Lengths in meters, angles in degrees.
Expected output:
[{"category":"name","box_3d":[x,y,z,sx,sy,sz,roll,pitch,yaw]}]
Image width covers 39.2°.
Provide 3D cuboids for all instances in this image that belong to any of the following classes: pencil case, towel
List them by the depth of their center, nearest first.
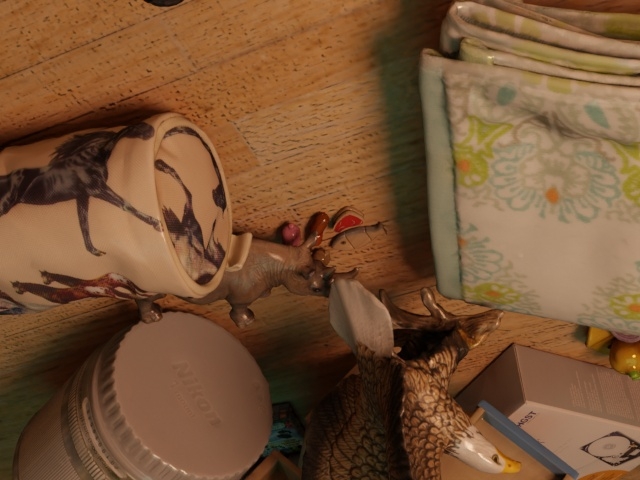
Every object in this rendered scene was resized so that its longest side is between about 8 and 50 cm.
[{"category":"towel","box_3d":[0.250,-0.033,0.754,0.320,0.090,0.374,13,148,19]},{"category":"pencil case","box_3d":[-0.280,0.004,0.817,0.410,0.160,0.183,-11,148,11]}]

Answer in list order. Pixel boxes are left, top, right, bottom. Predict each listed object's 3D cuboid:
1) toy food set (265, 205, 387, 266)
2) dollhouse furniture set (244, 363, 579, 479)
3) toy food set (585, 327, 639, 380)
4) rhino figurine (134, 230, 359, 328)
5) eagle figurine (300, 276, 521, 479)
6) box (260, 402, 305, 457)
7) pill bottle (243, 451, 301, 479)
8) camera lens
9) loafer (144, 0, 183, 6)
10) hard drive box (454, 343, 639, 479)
[{"category":"toy food set","box_3d":[0.000,0.000,0.928,0.122,0.019,0.078,-25,134,25]},{"category":"dollhouse furniture set","box_3d":[0.098,0.331,1.047,0.303,0.286,0.198,35,144,20]},{"category":"toy food set","box_3d":[0.406,0.099,1.018,0.128,0.071,0.218,30,130,-31]},{"category":"rhino figurine","box_3d":[-0.081,0.034,0.912,0.243,0.073,0.106,-1,140,10]},{"category":"eagle figurine","box_3d":[0.084,0.197,0.848,0.225,0.298,0.226,10,148,26]},{"category":"box","box_3d":[-0.094,0.265,1.229,0.137,0.027,0.094,-11,140,11]},{"category":"pill bottle","box_3d":[-0.085,0.403,1.288,0.283,0.161,0.161,-21,136,21]},{"category":"camera lens","box_3d":[-0.211,0.233,1.040,0.219,0.219,0.274,24,133,-27]},{"category":"loafer","box_3d":[-0.111,-0.250,0.577,0.078,0.076,0.223,-28,148,-33]},{"category":"hard drive box","box_3d":[0.303,0.238,1.164,0.232,0.089,0.181,15,136,-18]}]
